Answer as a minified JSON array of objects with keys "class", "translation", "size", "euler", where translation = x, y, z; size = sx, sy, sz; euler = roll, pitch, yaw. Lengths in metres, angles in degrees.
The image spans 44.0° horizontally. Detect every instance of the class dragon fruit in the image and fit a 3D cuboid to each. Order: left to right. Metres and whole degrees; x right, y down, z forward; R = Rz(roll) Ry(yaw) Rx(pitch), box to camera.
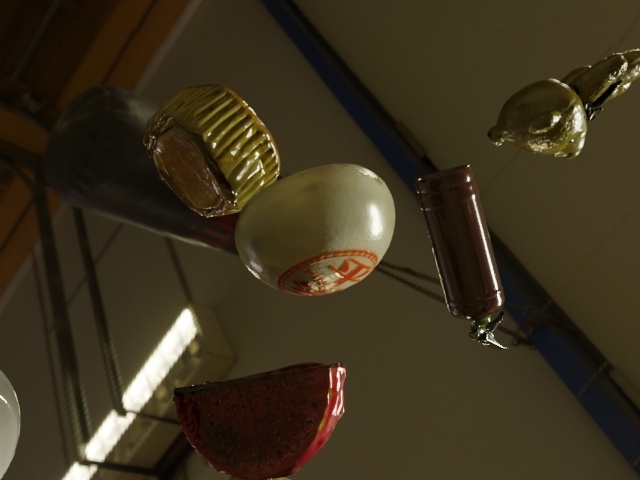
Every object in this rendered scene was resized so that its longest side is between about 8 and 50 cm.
[{"class":"dragon fruit","translation":[-0.075,0.242,1.091],"size":[0.262,0.163,0.189],"euler":[-9,-126,24]}]

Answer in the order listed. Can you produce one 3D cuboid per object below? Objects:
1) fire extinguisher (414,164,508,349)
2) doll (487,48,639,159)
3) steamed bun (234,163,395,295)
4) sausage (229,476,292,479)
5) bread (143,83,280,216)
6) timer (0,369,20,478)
[{"class":"fire extinguisher","translation":[0.263,0.043,1.379],"size":[0.102,0.138,0.343],"euler":[-11,-81,38]},{"class":"doll","translation":[0.297,-0.152,0.902],"size":[0.097,0.210,0.137],"euler":[64,-18,-1]},{"class":"steamed bun","translation":[0.000,0.000,1.110],"size":[0.232,0.232,0.145],"euler":[-33,-112,37]},{"class":"sausage","translation":[-0.028,0.441,1.269],"size":[0.086,0.289,0.086],"euler":[-43,-152,30]},{"class":"bread","translation":[-0.194,-0.156,1.398],"size":[0.142,0.227,0.253],"euler":[-46,-158,-21]},{"class":"timer","translation":[-0.582,0.243,1.086],"size":[0.285,0.285,0.285],"euler":[-26,-127,41]}]
